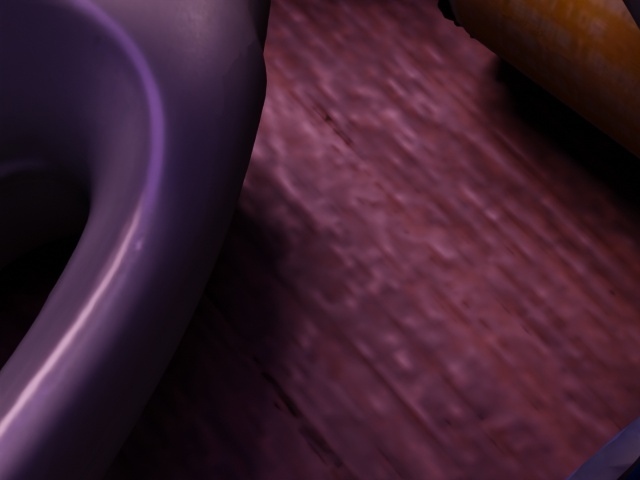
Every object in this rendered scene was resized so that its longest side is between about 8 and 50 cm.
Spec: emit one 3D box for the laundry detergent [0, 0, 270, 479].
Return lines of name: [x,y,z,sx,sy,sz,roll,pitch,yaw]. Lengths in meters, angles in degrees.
laundry detergent: [-0.173,0.051,0.394,0.264,0.124,0.398,10,53,7]

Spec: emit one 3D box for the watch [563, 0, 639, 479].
watch: [0.009,0.010,0.348,0.274,0.068,0.276,-8,66,-18]

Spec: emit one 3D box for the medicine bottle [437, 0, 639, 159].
medicine bottle: [0.203,0.020,0.421,0.108,0.108,0.426,-35,57,-24]
